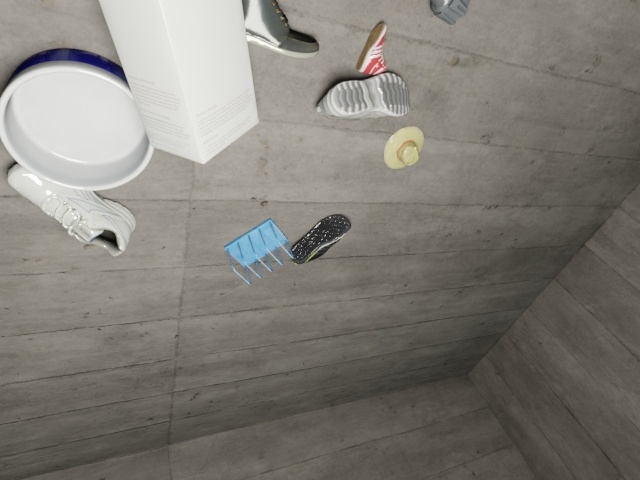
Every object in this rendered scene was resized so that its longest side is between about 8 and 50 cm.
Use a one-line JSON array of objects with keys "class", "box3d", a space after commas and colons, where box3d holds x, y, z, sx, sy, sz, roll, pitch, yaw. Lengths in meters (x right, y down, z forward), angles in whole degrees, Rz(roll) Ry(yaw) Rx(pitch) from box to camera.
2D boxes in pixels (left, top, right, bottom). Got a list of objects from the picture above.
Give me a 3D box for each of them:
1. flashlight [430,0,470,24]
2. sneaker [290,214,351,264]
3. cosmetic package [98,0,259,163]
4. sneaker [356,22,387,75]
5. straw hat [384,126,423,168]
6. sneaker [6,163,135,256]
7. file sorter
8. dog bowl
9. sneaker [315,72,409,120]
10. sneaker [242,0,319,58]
[{"class": "flashlight", "box3d": [0.201, -0.560, 0.849, 0.304, 0.103, 0.103, 12, 152, -36]}, {"class": "sneaker", "box3d": [0.000, 0.000, 1.334, 0.235, 0.084, 0.097, -33, 162, 8]}, {"class": "cosmetic package", "box3d": [-0.243, -0.353, 0.725, 0.197, 0.155, 0.365, -51, 151, -38]}, {"class": "sneaker", "box3d": [0.141, -0.454, 0.963, 0.067, 0.042, 0.118, 8, 135, -28]}, {"class": "straw hat", "box3d": [0.264, -0.262, 1.203, 0.145, 0.061, 0.144, -14, 137, -14]}, {"class": "sneaker", "box3d": [-0.555, -0.070, 0.921, 0.111, 0.129, 0.297, -37, 136, 13]}, {"class": "file sorter", "box3d": [-0.186, 0.040, 1.238, 0.170, 0.104, 0.118, -31, 137, 5]}, {"class": "dog bowl", "box3d": [-0.481, -0.237, 0.812, 0.265, 0.104, 0.264, -15, 137, -14]}, {"class": "sneaker", "box3d": [0.112, -0.359, 1.017, 0.282, 0.115, 0.105, -12, 100, -35]}, {"class": "sneaker", "box3d": [-0.089, -0.454, 0.814, 0.222, 0.083, 0.118, 3, 129, -28]}]
